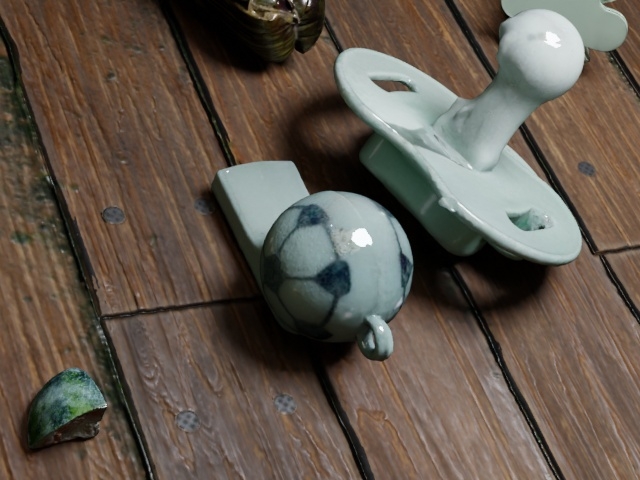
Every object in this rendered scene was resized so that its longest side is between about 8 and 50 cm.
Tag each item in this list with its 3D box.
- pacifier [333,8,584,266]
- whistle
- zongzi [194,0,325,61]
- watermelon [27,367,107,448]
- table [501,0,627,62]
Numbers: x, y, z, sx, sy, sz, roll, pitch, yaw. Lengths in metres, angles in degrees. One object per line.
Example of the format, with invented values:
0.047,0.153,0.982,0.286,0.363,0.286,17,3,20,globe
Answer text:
0.187,-0.131,1.514,0.343,0.269,0.288,49,26,17,pacifier
0.000,0.000,1.391,0.163,0.163,0.289,-11,57,-29,whistle
-0.174,-0.323,1.634,0.318,0.154,0.289,-14,59,-7,zongzi
-0.221,0.152,1.255,0.061,0.085,0.085,55,39,-28,watermelon
0.317,-0.338,1.819,0.166,0.166,0.198,20,39,-5,table
